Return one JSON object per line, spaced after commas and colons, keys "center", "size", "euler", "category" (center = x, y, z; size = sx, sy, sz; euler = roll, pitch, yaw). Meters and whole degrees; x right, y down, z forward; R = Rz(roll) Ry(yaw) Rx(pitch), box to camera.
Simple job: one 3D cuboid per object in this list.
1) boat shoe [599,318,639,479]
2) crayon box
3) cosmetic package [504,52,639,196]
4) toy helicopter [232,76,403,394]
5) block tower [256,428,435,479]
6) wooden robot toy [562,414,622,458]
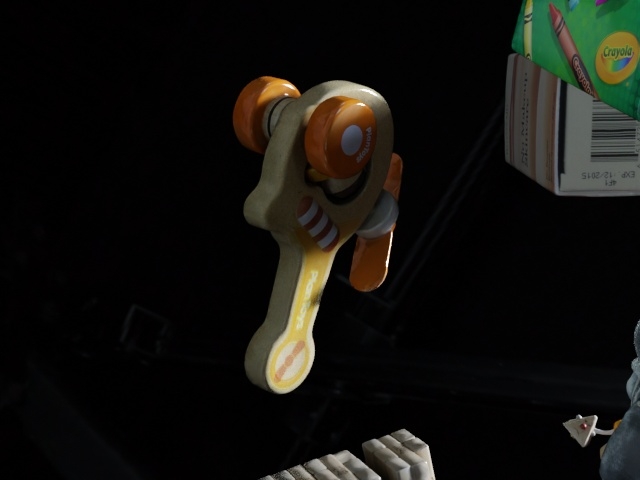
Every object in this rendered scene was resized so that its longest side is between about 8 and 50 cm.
{"center": [0.247, 0.099, 0.631], "size": [0.105, 0.306, 0.113], "euler": [17, -66, 25], "category": "boat shoe"}
{"center": [0.273, -0.103, 0.568], "size": [0.165, 0.278, 0.081], "euler": [-118, -140, -64], "category": "crayon box"}
{"center": [0.301, -0.144, 1.142], "size": [0.129, 0.296, 0.153], "euler": [-1, -80, 1], "category": "cosmetic package"}
{"center": [0.000, 0.000, 1.105], "size": [0.140, 0.235, 0.355], "euler": [21, -81, 39], "category": "toy helicopter"}
{"center": [-0.041, 0.286, 0.960], "size": [0.091, 0.335, 0.097], "euler": [-162, -123, -68], "category": "block tower"}
{"center": [0.319, 0.208, 0.947], "size": [0.079, 0.173, 0.076], "euler": [-47, -177, 17], "category": "wooden robot toy"}
